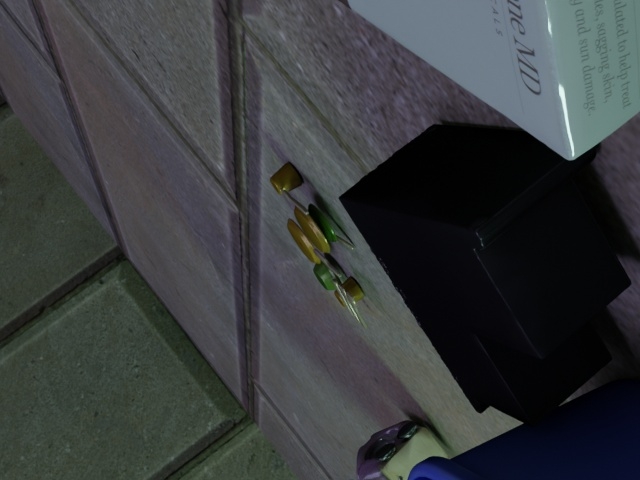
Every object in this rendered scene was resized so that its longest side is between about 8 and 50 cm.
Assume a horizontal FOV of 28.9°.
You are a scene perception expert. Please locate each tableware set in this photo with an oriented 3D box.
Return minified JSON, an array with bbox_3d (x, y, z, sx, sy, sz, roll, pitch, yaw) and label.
[{"bbox_3d":[0.000,0.000,1.052,0.104,0.024,0.154,42,165,51],"label":"tableware set"}]

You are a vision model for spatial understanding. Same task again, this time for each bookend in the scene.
[{"bbox_3d":[0.104,0.026,0.631,0.156,0.072,0.157,57,166,-18],"label":"bookend"}]

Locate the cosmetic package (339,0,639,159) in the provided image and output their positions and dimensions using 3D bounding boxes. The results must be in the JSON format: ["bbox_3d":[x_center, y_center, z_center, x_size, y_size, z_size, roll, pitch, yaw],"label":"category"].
[{"bbox_3d":[0.030,-0.140,0.431,0.231,0.085,0.117,44,165,40],"label":"cosmetic package"}]

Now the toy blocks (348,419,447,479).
[{"bbox_3d":[0.046,0.374,1.268,0.309,0.288,0.260,52,162,-11],"label":"toy blocks"}]

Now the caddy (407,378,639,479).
[{"bbox_3d":[0.157,0.213,0.619,0.241,0.179,0.341,67,165,-7],"label":"caddy"}]
